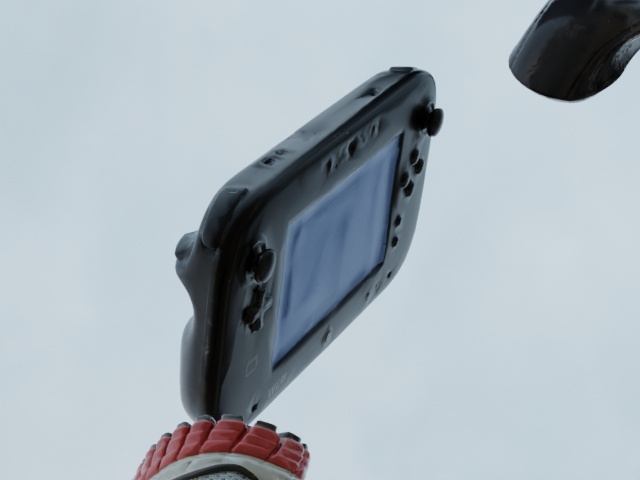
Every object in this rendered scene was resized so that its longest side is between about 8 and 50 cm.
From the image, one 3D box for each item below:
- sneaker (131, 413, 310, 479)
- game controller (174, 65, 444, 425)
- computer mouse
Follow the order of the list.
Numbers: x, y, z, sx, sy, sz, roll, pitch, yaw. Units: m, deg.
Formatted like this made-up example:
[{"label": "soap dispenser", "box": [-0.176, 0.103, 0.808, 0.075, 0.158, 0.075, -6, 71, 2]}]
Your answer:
[{"label": "sneaker", "box": [-0.094, 0.169, 0.816, 0.088, 0.092, 0.225, 26, -47, -28]}, {"label": "game controller", "box": [0.000, 0.000, 1.110, 0.319, 0.067, 0.166, -40, -46, -55]}, {"label": "computer mouse", "box": [0.244, -0.238, 1.588, 0.262, 0.184, 0.060, -35, -31, -30]}]
